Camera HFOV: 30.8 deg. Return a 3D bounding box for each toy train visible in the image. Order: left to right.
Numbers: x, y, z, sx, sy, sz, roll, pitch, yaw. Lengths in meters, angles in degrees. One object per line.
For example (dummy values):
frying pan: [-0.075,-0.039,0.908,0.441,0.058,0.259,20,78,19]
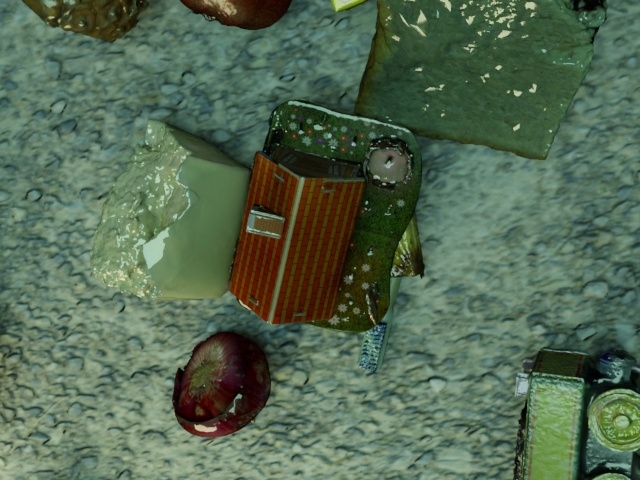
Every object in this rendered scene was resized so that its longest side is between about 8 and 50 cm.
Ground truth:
toy train: [0.343,0.263,1.510,0.177,0.134,0.261,5,102,16]

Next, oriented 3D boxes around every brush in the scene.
brush: [0.081,0.095,1.562,0.033,0.030,0.178,16,105,15]

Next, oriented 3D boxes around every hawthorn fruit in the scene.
hawthorn fruit: [-0.098,-0.356,1.427,0.169,0.169,0.188,27,103,2]

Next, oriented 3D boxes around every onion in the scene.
onion: [-0.119,0.209,1.584,0.150,0.150,0.140,-34,135,14]

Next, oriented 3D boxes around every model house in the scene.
model house: [-0.001,-0.001,1.410,0.207,0.154,0.294,15,112,4]

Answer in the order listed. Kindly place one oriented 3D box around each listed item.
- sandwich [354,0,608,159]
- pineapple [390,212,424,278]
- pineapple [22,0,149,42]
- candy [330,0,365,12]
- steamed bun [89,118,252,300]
sandwich: [0.186,-0.245,1.336,0.262,0.131,0.325,13,146,4]
pineapple: [0.089,0.012,1.521,0.116,0.069,0.137,42,110,8]
pineapple: [-0.252,-0.430,1.418,0.202,0.202,0.362,29,97,1]
candy: [0.120,-0.397,1.418,0.276,0.088,0.146,-20,100,13]
steamed bun: [-0.197,-0.033,1.502,0.200,0.170,0.225,14,103,8]
